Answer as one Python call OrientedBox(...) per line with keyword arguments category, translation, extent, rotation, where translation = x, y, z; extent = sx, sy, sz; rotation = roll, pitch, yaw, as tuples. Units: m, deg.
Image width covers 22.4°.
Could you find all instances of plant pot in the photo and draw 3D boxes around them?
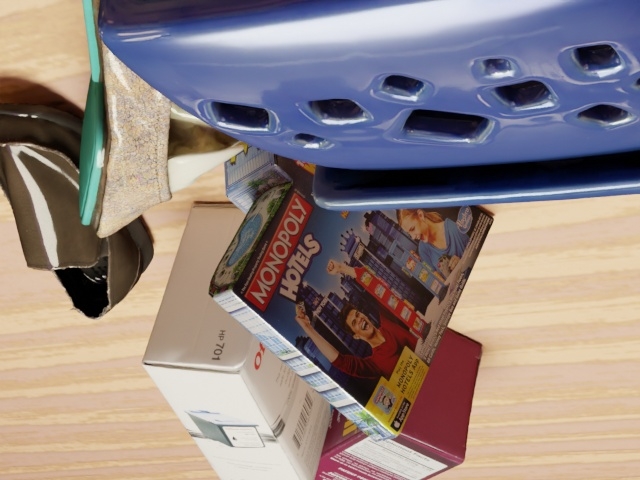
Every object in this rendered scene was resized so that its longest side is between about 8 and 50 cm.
OrientedBox(category="plant pot", translation=(0.071, -0.139, 0.705), extent=(0.236, 0.236, 0.212), rotation=(-4, 152, 25))

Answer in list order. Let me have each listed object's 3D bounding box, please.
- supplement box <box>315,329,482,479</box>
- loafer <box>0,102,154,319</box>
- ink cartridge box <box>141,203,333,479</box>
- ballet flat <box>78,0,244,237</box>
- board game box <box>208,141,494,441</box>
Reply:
OrientedBox(category="supplement box", translation=(0.042, 0.144, 1.299), extent=(0.081, 0.104, 0.188), rotation=(25, 147, -19))
OrientedBox(category="loafer", translation=(-0.178, -0.016, 1.147), extent=(0.080, 0.078, 0.220), rotation=(0, 147, 22))
OrientedBox(category="ink cartridge box", translation=(-0.049, 0.081, 1.196), extent=(0.082, 0.140, 0.191), rotation=(3, 147, 21))
OrientedBox(category="ballet flat", translation=(-0.092, -0.094, 0.967), extent=(0.106, 0.107, 0.316), rotation=(3, 151, -7))
OrientedBox(category="board game box", translation=(0.000, 0.000, 1.037), extent=(0.194, 0.194, 0.060), rotation=(42, 140, -17))
